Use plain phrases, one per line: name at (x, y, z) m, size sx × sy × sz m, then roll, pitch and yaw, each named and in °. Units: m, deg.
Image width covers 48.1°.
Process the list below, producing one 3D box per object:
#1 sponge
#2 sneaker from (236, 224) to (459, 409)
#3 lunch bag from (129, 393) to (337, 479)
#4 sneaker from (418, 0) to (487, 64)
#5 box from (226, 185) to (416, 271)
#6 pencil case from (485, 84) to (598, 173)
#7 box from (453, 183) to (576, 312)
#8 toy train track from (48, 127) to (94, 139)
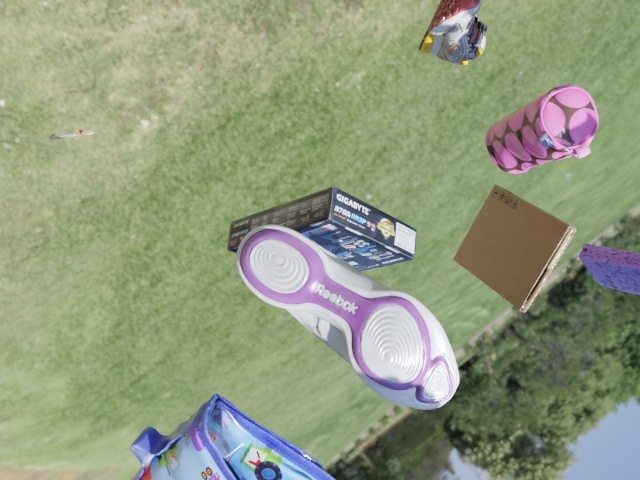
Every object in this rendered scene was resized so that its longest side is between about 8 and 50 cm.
sponge at (0.549, 0.061, 1.194) m, size 0.117 × 0.210 × 0.031 m, roll 41°, pitch 72°, yaw -39°
sneaker at (0.043, 0.082, 0.877) m, size 0.114 × 0.305 × 0.152 m, roll -51°, pitch 174°, yaw 3°
lunch bag at (-0.075, 0.294, 0.681) m, size 0.221 × 0.293 × 0.138 m, roll -48°, pitch 178°, yaw 38°
sneaker at (0.214, -0.324, 1.074) m, size 0.088 × 0.093 × 0.225 m, roll -64°, pitch 178°, yaw 1°
box at (0.000, 0.000, 1.037) m, size 0.175 × 0.051 × 0.220 m, roll 24°, pitch 153°, yaw -38°
pencil case at (0.313, -0.150, 1.032) m, size 0.095 × 0.098 × 0.209 m, roll -32°, pitch -178°, yaw -6°
box at (0.334, 0.009, 1.264) m, size 0.021 × 0.201 × 0.164 m, roll 19°, pitch 105°, yaw -33°
toy train track at (-0.442, -0.190, 1.268) m, size 0.048 × 0.014 × 0.083 m, roll -17°, pitch -179°, yaw 43°
